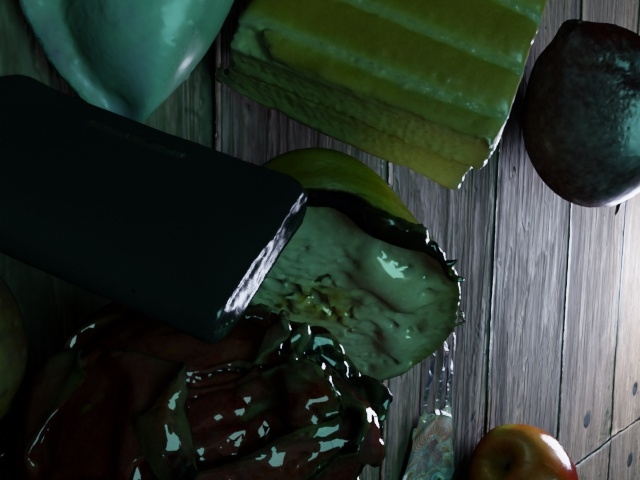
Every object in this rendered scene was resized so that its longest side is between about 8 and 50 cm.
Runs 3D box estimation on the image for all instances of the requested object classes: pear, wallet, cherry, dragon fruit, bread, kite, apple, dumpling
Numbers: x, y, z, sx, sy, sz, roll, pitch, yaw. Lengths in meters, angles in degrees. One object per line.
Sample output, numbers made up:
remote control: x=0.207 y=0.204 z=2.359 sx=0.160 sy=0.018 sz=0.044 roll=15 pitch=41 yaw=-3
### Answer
pear: x=-0.001 y=0.002 z=0.600 sx=0.267 sy=0.267 sz=0.178 roll=45 pitch=32 yaw=-39
wallet: x=-0.139 y=-0.036 z=0.408 sx=0.149 sy=0.250 sz=0.044 roll=-56 pitch=165 yaw=-48
cherry: x=0.402 y=-0.178 z=0.938 sx=0.230 sy=0.203 sz=0.300 roll=-29 pitch=110 yaw=2
dragon fruit: x=-0.084 y=0.149 z=0.448 sx=0.244 sy=0.299 sz=0.244 roll=38 pitch=41 yaw=-43
bread: x=0.062 y=-0.202 z=0.590 sx=0.111 sy=0.246 sz=0.239 roll=107 pitch=6 yaw=-68
kite: x=0.152 y=0.239 z=0.886 sx=0.127 sy=0.016 sz=0.229 roll=-3 pitch=98 yaw=-48
apple: x=0.291 y=0.348 z=0.939 sx=0.139 sy=0.163 sz=0.163 roll=43 pitch=65 yaw=-27
dumpling: x=-0.141 y=-0.187 z=0.489 sx=0.105 sy=0.149 sz=0.216 roll=47 pitch=63 yaw=-82

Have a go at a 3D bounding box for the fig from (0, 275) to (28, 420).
fig: x=-0.268 y=0.073 z=0.334 sx=0.231 sy=0.143 sz=0.160 roll=-23 pitch=119 yaw=-66
